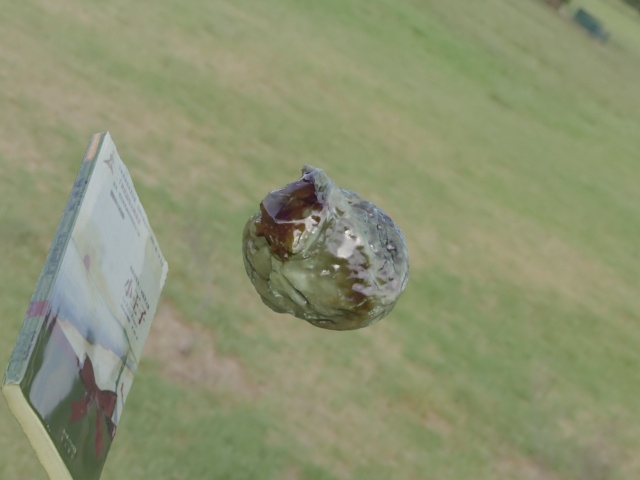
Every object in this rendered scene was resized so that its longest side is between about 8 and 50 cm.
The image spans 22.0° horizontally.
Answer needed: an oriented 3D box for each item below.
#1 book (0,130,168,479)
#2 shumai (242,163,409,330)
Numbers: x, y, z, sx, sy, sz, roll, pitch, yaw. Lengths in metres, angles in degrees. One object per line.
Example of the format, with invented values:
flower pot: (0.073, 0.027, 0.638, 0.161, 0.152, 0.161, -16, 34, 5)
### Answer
book: (-0.205, 0.072, 1.466, 0.026, 0.201, 0.289, 0, 50, 16)
shumai: (0.000, -0.001, 1.125, 0.124, 0.099, 0.087, 19, -19, 14)
